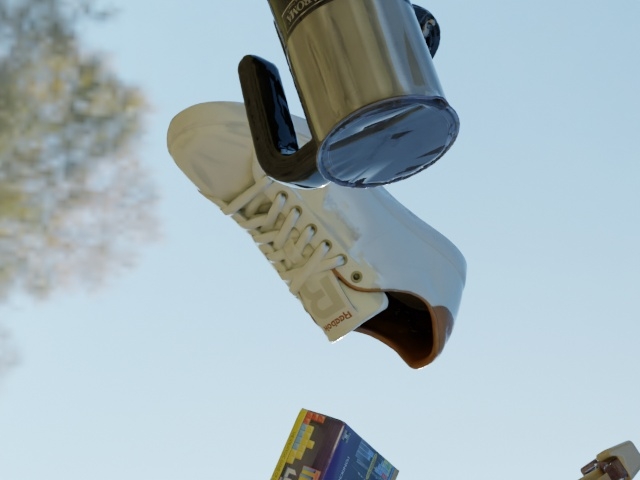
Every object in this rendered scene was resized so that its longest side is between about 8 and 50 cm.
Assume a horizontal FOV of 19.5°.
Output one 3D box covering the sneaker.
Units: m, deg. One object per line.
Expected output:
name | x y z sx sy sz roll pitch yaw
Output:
sneaker | 0.000 0.000 1.462 0.106 0.290 0.123 -38 -151 40

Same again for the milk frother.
milk frother | 0.036 -0.094 1.085 0.129 0.143 0.135 -51 -134 45

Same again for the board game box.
board game box | -0.006 0.241 1.544 0.048 0.141 0.170 17 -105 26

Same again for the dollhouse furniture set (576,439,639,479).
dollhouse furniture set | 0.182 0.201 1.187 0.114 0.081 0.091 58 -19 10
